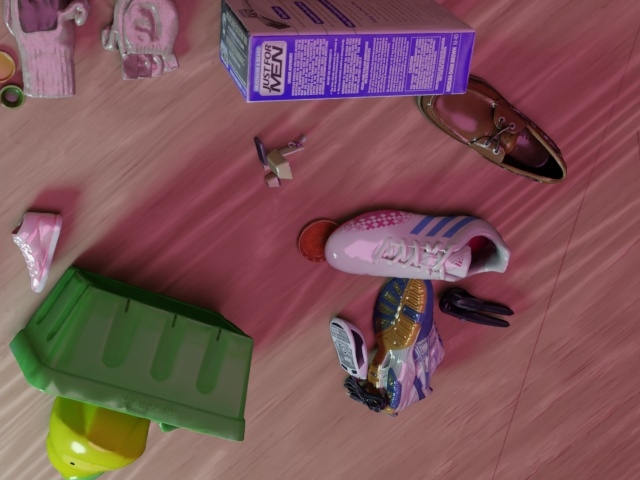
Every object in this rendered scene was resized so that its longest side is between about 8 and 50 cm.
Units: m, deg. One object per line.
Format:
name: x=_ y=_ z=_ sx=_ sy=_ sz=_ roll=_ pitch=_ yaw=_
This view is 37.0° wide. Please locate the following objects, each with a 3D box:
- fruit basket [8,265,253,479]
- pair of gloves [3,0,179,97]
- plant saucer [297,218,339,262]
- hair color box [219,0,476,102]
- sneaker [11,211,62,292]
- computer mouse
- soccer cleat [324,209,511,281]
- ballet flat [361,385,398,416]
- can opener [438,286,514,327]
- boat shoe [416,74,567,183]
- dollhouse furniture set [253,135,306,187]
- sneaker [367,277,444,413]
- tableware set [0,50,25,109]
fruit basket: x=-0.331 y=0.261 z=1.569 sx=0.392 sy=0.283 sz=0.391 roll=-6 pitch=104 yaw=-25
pair of gloves: x=-0.323 y=-0.315 z=1.363 sx=0.240 sy=0.042 sz=0.204 roll=-13 pitch=118 yaw=-15
plant saucer: x=0.000 y=0.000 z=1.671 sx=0.084 sy=0.013 sz=0.083 roll=-9 pitch=121 yaw=-15
hair color box: x=0.035 y=-0.289 z=1.420 sx=0.339 sy=0.185 sz=0.110 roll=-3 pitch=120 yaw=-18
sneaker: x=-0.452 y=0.015 z=1.496 sx=0.070 sy=0.051 sz=0.134 roll=12 pitch=110 yaw=-23
computer mouse: x=0.068 y=0.222 z=1.780 sx=0.042 sy=0.106 sz=0.192 roll=-27 pitch=117 yaw=-27
soccer cleat: x=0.176 y=0.014 z=1.660 sx=0.331 sy=0.143 sz=0.116 roll=-5 pitch=117 yaw=-20
ballet flat: x=0.117 y=0.312 z=1.871 sx=0.114 sy=0.041 sz=0.041 roll=28 pitch=106 yaw=-30
can opener: x=0.300 y=0.136 z=1.831 sx=0.186 sy=0.073 sz=0.059 roll=22 pitch=101 yaw=-38
boat shoe: x=0.303 y=-0.189 z=1.620 sx=0.307 sy=0.104 sz=0.110 roll=22 pitch=109 yaw=-28
dollhouse furniture set: x=-0.042 y=-0.120 z=1.531 sx=0.081 sy=0.114 sz=0.091 roll=-21 pitch=121 yaw=-13
sneaker: x=0.173 y=0.181 z=1.797 sx=0.131 sy=0.112 sz=0.296 roll=-10 pitch=125 yaw=-34
tableware set: x=-0.488 y=-0.244 z=1.354 sx=0.104 sy=0.024 sz=0.154 roll=-22 pitch=122 yaw=-7
